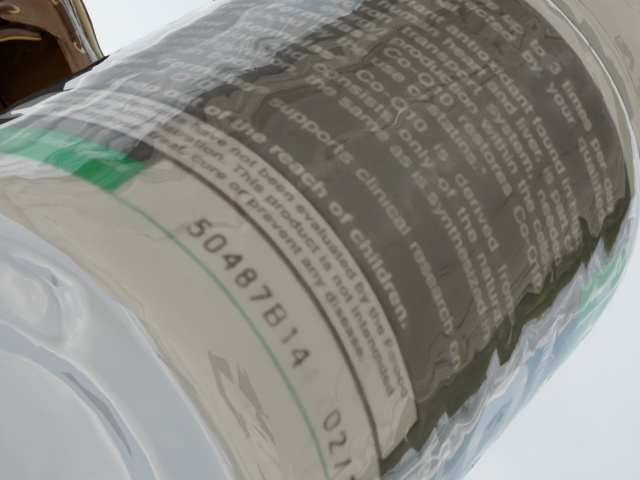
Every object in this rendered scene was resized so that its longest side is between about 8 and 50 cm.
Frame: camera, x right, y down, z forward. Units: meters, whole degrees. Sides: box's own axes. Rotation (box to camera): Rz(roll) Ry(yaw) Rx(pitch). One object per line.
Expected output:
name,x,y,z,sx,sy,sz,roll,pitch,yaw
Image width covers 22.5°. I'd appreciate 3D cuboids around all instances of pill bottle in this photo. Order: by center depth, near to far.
pill bottle,0.000,0.000,0.623,0.204,0.204,0.361,55,-138,-4

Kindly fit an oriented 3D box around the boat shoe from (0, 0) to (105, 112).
boat shoe,-0.135,-0.088,0.716,0.178,0.064,0.060,53,-171,14
